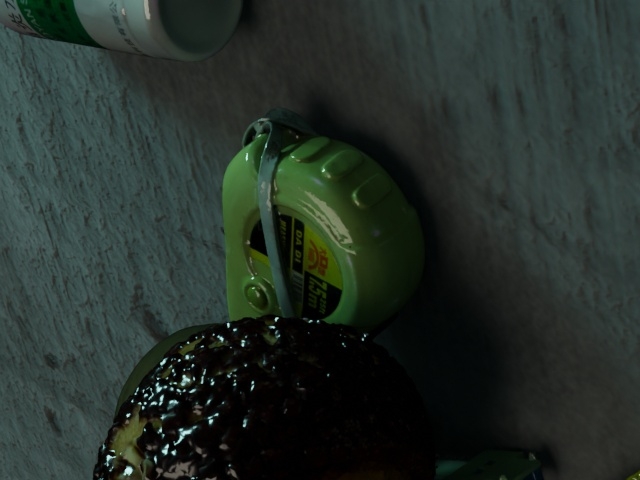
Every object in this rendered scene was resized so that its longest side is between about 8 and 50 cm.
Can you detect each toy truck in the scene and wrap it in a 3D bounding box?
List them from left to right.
[{"bbox_3d":[0.082,0.157,1.008,0.175,0.067,0.081,-4,107,49],"label":"toy truck"}]

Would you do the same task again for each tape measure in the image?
[{"bbox_3d":[0.000,0.000,0.967,0.154,0.087,0.177,23,133,33],"label":"tape measure"}]

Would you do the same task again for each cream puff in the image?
[{"bbox_3d":[-0.042,0.150,0.924,0.165,0.239,0.239,59,149,34],"label":"cream puff"}]

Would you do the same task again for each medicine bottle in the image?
[{"bbox_3d":[-0.174,-0.191,1.022,0.260,0.095,0.095,17,128,42],"label":"medicine bottle"}]

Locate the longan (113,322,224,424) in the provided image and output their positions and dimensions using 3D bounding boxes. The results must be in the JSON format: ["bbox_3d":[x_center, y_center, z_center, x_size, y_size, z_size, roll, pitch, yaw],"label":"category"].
[{"bbox_3d":[-0.078,0.160,1.104,0.187,0.167,0.167,57,145,19],"label":"longan"}]

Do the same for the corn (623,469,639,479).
[{"bbox_3d":[0.213,0.177,0.875,0.068,0.068,0.207,51,146,8],"label":"corn"}]
